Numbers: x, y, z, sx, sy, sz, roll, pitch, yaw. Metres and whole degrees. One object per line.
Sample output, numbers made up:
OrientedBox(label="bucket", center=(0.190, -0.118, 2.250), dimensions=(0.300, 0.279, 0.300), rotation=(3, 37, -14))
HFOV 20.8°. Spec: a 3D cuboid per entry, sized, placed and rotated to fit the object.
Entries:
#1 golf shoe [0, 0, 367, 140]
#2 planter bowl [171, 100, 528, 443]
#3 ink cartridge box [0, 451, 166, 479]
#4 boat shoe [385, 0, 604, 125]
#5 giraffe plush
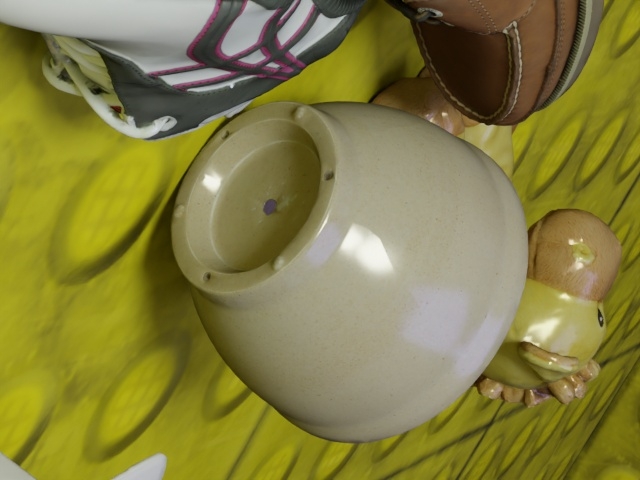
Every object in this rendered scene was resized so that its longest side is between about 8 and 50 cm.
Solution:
OrientedBox(label="golf shoe", center=(-0.054, -0.081, 0.592), dimensions=(0.120, 0.105, 0.273), rotation=(-55, 163, 22))
OrientedBox(label="planter bowl", center=(0.000, 0.000, 0.811), dimensions=(0.109, 0.162, 0.162), rotation=(35, 89, -44))
OrientedBox(label="ink cartridge box", center=(-0.217, 0.156, 0.551), dimensions=(0.353, 0.119, 0.207), rotation=(-18, 138, -60))
OrientedBox(label="boat shoe", center=(0.053, -0.147, 0.760), dimensions=(0.104, 0.111, 0.307), rotation=(-43, 149, -22))
OrientedBox(label="giraffe plush", center=(0.097, 0.016, 1.017), dimensions=(0.181, 0.170, 0.210), rotation=(-31, 149, -53))
